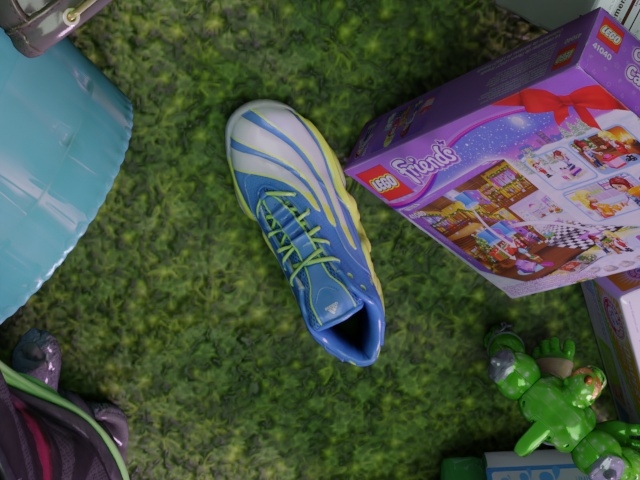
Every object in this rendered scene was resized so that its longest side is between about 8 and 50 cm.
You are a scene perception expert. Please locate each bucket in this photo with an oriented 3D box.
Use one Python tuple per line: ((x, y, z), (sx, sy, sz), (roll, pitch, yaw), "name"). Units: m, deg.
((-0.279, -0.066, 0.937), (0.281, 0.281, 0.183), (-45, 119, 6), "bucket")

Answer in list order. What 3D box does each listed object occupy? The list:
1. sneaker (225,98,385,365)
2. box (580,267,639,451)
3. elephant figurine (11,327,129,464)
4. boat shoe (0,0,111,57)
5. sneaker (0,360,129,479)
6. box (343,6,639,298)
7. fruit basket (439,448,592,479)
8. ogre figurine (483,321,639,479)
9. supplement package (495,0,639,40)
((0.000, 0.000, 1.087), (0.091, 0.126, 0.240), (-28, 112, 0), "sneaker")
((0.314, 0.097, 1.188), (0.103, 0.114, 0.203), (-21, 111, -4), "box")
((-0.217, 0.195, 1.109), (0.169, 0.186, 0.239), (2, 82, -47), "elephant figurine")
((-0.126, -0.218, 0.921), (0.109, 0.305, 0.091), (-10, 112, 37), "boat shoe")
((-0.246, 0.146, 0.828), (0.185, 0.202, 0.483), (-14, 136, 6), "sneaker")
((0.177, -0.052, 1.029), (0.201, 0.293, 0.057), (36, 63, -20), "box")
((0.224, 0.324, 1.119), (0.327, 0.353, 0.165), (0, 119, -10), "fruit basket")
((0.209, 0.148, 1.137), (0.097, 0.118, 0.197), (-30, 79, 17), "ogre figurine")
((0.280, -0.197, 1.034), (0.203, 0.194, 0.149), (21, 103, -18), "supplement package")
